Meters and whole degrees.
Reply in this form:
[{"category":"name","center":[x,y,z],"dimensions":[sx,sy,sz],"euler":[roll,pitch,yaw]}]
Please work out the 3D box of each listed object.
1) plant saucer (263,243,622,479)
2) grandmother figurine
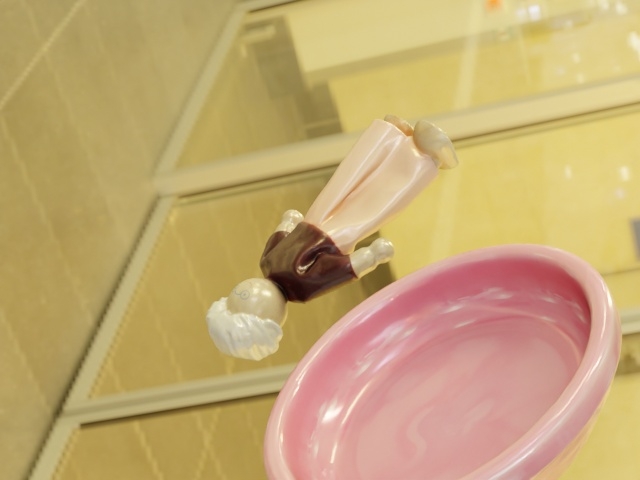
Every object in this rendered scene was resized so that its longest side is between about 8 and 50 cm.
[{"category":"plant saucer","center":[0.110,0.138,1.142],"dimensions":[0.084,0.332,0.332],"euler":[56,23,-27]},{"category":"grandmother figurine","center":[0.000,0.000,1.515],"dimensions":[0.104,0.342,0.208],"euler":[48,-15,-20]}]
